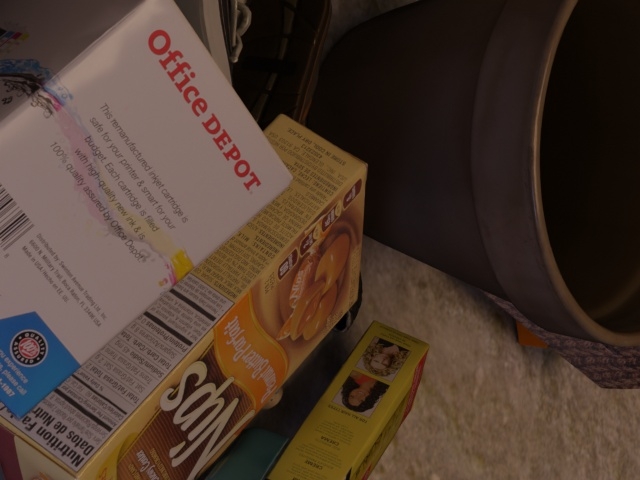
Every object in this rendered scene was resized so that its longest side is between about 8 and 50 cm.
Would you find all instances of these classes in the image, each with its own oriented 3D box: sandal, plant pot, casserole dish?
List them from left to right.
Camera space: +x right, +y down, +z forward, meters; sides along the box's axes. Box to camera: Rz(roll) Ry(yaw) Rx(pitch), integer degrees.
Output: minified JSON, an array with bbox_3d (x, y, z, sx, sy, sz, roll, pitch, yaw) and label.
[{"bbox_3d":[-0.081,0.202,1.348,0.114,0.037,0.188,-55,178,20],"label":"casserole dish"},{"bbox_3d":[-0.047,-0.110,1.394,0.060,0.090,0.219,68,37,-59],"label":"sandal"},{"bbox_3d":[0.153,-0.091,1.460,0.323,0.280,0.323,-10,104,-48],"label":"plant pot"}]

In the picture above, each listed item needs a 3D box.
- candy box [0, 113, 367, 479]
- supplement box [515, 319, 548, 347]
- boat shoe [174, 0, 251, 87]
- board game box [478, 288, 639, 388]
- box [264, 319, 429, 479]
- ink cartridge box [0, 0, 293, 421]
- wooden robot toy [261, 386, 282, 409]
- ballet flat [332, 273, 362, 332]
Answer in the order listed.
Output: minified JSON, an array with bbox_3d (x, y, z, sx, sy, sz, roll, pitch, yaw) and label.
[{"bbox_3d":[-0.093,0.079,1.267,0.316,0.087,0.183,-48,158,-28],"label":"candy box"},{"bbox_3d":[0.233,0.059,1.761,0.098,0.036,0.062,-30,116,-44],"label":"supplement box"},{"bbox_3d":[-0.110,-0.151,1.279,0.105,0.113,0.306,-59,148,-60],"label":"boat shoe"},{"bbox_3d":[0.300,-0.036,1.704,0.232,0.141,0.291,38,60,-37],"label":"board game box"},{"bbox_3d":[0.016,0.169,1.449,0.232,0.058,0.087,-53,160,-50],"label":"box"},{"bbox_3d":[-0.175,-0.048,1.113,0.232,0.168,0.171,-40,127,-10],"label":"ink cartridge box"},{"bbox_3d":[-0.038,0.096,1.430,0.173,0.076,0.079,-62,146,-23],"label":"wooden robot toy"},{"bbox_3d":[0.000,0.000,1.461,0.049,0.057,0.173,-100,169,-57],"label":"ballet flat"}]
